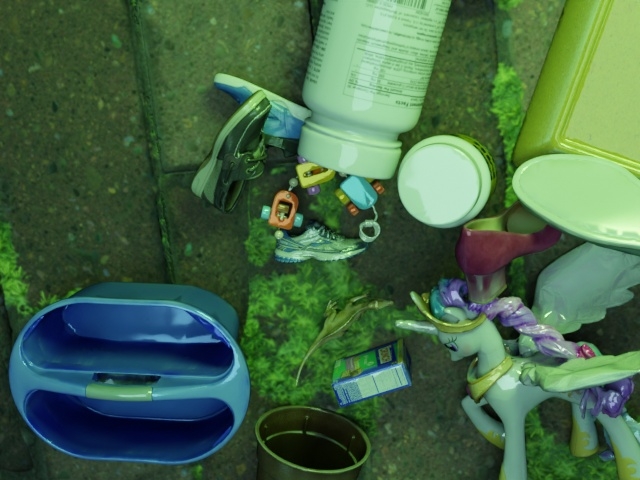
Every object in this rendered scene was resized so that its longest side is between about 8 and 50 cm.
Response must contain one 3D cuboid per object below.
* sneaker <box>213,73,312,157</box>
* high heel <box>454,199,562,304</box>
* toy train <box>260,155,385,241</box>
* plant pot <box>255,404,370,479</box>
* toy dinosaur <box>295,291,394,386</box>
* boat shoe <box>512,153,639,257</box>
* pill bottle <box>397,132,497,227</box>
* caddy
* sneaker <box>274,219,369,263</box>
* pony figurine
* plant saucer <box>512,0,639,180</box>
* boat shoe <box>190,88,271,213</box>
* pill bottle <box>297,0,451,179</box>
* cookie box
[{"bbox_3d":[-0.088,-0.167,1.469,0.152,0.058,0.084,24,96,-7],"label":"sneaker"},{"bbox_3d":[0.250,-0.031,1.382,0.082,0.244,0.117,22,139,37],"label":"high heel"},{"bbox_3d":[0.004,-0.057,1.481,0.166,0.046,0.125,9,101,-6],"label":"toy train"},{"bbox_3d":[-0.024,0.352,1.541,0.167,0.167,0.165,12,111,3],"label":"plant pot"},{"bbox_3d":[0.021,0.121,1.509,0.183,0.092,0.053,-40,96,13],"label":"toy dinosaur"},{"bbox_3d":[0.393,-0.017,1.341,0.320,0.099,0.116,18,65,20],"label":"boat shoe"},{"bbox_3d":[0.164,-0.078,1.380,0.119,0.208,0.119,2,97,12],"label":"pill bottle"},{"bbox_3d":[-0.262,0.187,1.510,0.341,0.179,0.241,2,104,5],"label":"caddy"},{"bbox_3d":[0.000,0.000,1.505,0.135,0.052,0.058,-3,96,5],"label":"sneaker"},{"bbox_3d":[0.316,0.174,1.425,0.351,0.302,0.363,-18,116,18],"label":"pony figurine"},{"bbox_3d":[0.446,-0.194,1.360,0.333,0.081,0.332,21,105,14],"label":"plant saucer"},{"bbox_3d":[-0.106,-0.114,1.430,0.073,0.080,0.223,42,140,2],"label":"boat shoe"},{"bbox_3d":[0.066,-0.233,1.385,0.160,0.160,0.283,15,104,2],"label":"pill bottle"},{"bbox_3d":[0.074,0.188,1.521,0.107,0.092,0.040,-19,104,9],"label":"cookie box"}]
